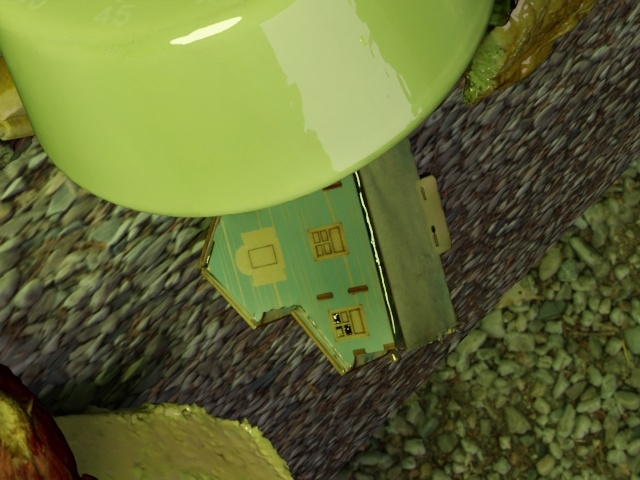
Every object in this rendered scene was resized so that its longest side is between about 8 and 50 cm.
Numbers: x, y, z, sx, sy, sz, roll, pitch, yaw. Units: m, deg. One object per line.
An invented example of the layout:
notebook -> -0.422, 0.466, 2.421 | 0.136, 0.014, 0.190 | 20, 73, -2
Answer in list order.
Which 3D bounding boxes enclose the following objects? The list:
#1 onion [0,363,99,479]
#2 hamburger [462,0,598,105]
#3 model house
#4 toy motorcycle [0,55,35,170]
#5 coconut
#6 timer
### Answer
onion -> -0.309, 0.200, 1.259 | 0.276, 0.276, 0.276 | -41, 163, -15
hamburger -> 0.195, -0.266, 1.608 | 0.265, 0.134, 0.285 | -36, 168, -50
model house -> 0.000, 0.000, 1.691 | 0.206, 0.271, 0.178 | -14, -175, 31
toy motorcycle -> -0.226, -0.100, 1.031 | 0.130, 0.094, 0.229 | -47, 155, 10
coconut -> -0.209, 0.384, 1.745 | 0.404, 0.404, 0.404 | -41, 163, -15
timer -> -0.085, -0.214, 0.882 | 0.291, 0.291, 0.315 | -42, 139, -11
